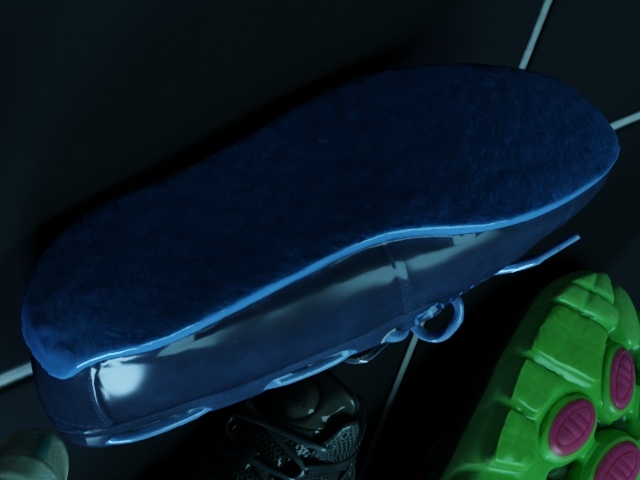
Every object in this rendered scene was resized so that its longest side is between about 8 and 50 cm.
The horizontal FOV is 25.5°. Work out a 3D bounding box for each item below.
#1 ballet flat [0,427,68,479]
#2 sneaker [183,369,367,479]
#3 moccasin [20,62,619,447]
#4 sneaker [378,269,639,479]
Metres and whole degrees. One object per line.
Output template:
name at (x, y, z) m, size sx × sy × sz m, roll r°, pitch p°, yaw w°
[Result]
ballet flat at (-0.149, 0.146, 0.598) m, size 0.168 × 0.057 × 0.052 m, roll -52°, pitch -167°, yaw 25°
sneaker at (-0.051, 0.144, 0.851) m, size 0.227 × 0.087 × 0.130 m, roll -28°, pitch 143°, yaw -43°
moccasin at (0.000, 0.000, 0.733) m, size 0.342 × 0.138 × 0.117 m, roll -18°, pitch 144°, yaw -26°
sneaker at (0.111, 0.201, 1.107) m, size 0.185 × 0.202 × 0.483 m, roll 53°, pitch 58°, yaw -20°
